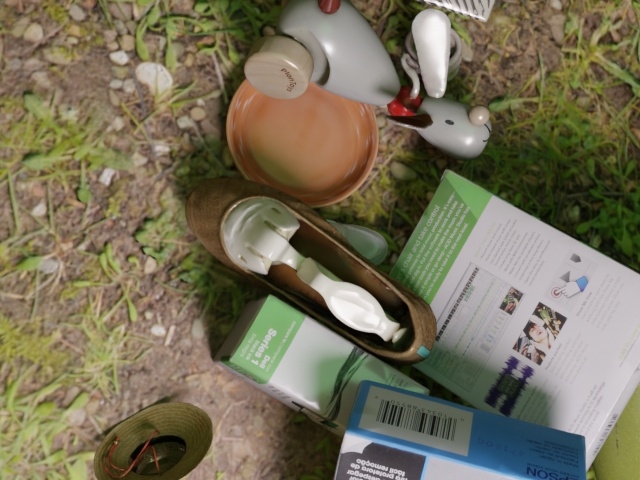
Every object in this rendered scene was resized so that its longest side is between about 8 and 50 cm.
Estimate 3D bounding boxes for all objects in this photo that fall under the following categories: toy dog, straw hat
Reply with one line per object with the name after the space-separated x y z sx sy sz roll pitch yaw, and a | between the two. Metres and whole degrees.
0.079 -0.225 1.302 0.333 0.161 0.220 8 68 -22 | toy dog
-0.186 0.259 1.241 0.144 0.144 0.061 -28 126 -17 | straw hat

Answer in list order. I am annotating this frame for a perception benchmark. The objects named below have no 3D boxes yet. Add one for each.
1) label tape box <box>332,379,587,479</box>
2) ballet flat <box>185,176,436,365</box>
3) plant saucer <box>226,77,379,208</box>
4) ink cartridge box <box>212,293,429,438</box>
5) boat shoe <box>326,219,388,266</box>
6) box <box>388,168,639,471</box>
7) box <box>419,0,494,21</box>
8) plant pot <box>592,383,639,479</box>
0.124 0.348 1.164 0.249 0.115 0.348 13 114 5 | label tape box
-0.014 0.034 1.224 0.342 0.124 0.116 37 93 4 | ballet flat
-0.025 -0.136 1.363 0.199 0.037 0.200 3 79 -14 | plant saucer
-0.003 0.159 1.255 0.219 0.160 0.093 32 77 -7 | ink cartridge box
0.000 0.000 1.332 0.184 0.063 0.066 12 79 -11 | boat shoe
0.228 0.088 1.257 0.322 0.058 0.232 32 96 28 | box
0.084 -0.357 1.313 0.275 0.113 0.094 15 105 -9 | box
0.432 0.213 1.301 0.274 0.275 0.294 10 80 -12 | plant pot
